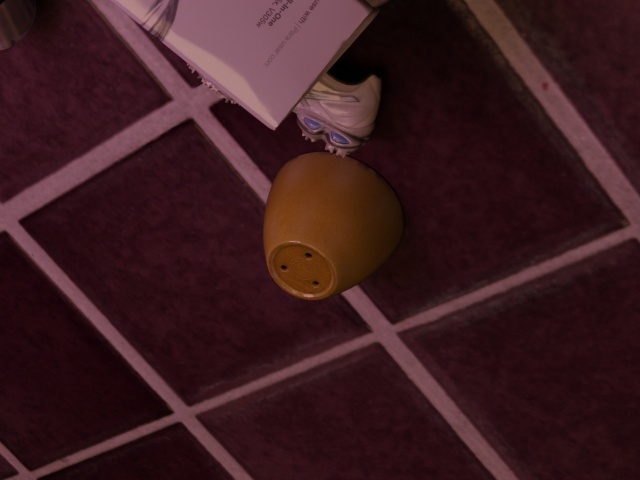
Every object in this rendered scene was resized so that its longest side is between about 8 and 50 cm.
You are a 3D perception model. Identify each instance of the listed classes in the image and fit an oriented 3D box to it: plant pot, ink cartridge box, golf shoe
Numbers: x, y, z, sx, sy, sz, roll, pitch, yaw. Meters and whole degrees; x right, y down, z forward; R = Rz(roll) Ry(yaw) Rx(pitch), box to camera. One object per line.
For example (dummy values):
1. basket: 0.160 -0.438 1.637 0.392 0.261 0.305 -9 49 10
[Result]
1. plant pot: 0.000 0.000 1.328 0.134 0.095 0.134 13 132 15
2. ink cartridge box: -0.107 -0.224 1.100 0.289 0.211 0.121 39 98 -7
3. golf shoe: -0.027 -0.147 1.257 0.176 0.069 0.086 24 113 2

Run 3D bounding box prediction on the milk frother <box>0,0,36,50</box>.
1. milk frother: -0.274 -0.253 1.258 0.143 0.129 0.135 -8 167 -3
